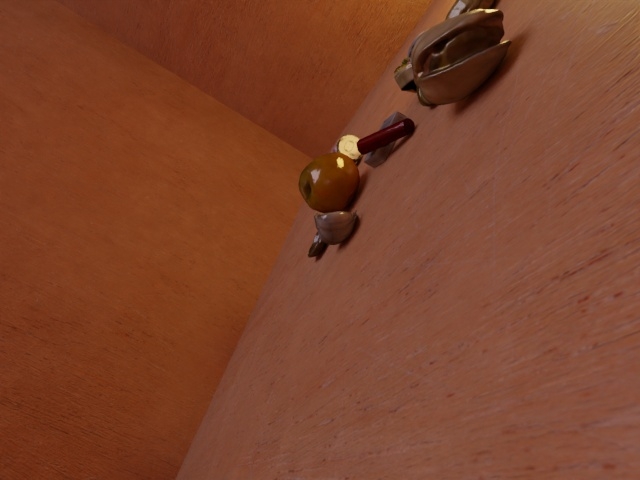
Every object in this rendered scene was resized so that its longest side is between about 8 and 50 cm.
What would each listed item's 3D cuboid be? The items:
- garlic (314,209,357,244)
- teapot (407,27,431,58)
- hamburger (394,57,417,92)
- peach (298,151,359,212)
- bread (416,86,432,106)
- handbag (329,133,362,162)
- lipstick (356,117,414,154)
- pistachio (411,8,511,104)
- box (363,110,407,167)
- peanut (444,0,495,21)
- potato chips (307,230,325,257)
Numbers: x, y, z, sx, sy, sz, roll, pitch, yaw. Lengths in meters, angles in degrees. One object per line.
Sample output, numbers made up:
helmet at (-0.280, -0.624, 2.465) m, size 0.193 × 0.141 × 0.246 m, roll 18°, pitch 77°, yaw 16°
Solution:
garlic at (0.065, -0.054, 1.690) m, size 0.229 × 0.178 × 0.142 m, roll 37°, pitch -129°, yaw -83°
teapot at (0.479, -0.831, 1.833) m, size 0.204 × 0.139 × 0.298 m, roll -29°, pitch -23°, yaw -53°
hamburger at (0.408, -0.703, 1.723) m, size 0.210 × 0.173 × 0.116 m, roll -177°, pitch 92°, yaw -79°
peach at (0.060, -0.283, 1.980) m, size 0.308 × 0.289 × 0.289 m, roll -22°, pitch -6°, yaw -25°
bread at (0.428, -0.599, 1.521) m, size 0.213 × 0.105 × 0.213 m, roll -59°, pitch 11°, yaw 20°
handbag at (0.153, -0.511, 2.386) m, size 0.205 × 0.179 × 0.116 m, roll -65°, pitch 4°, yaw -31°
lipstick at (0.267, -0.433, 1.709) m, size 0.280 × 0.073 × 0.073 m, roll -12°, pitch 46°, yaw 52°
pistachio at (0.393, -0.530, 1.191) m, size 0.238 × 0.229 × 0.321 m, roll -28°, pitch 7°, yaw -23°
box at (0.294, -0.459, 1.867) m, size 0.233 × 0.067 × 0.149 m, roll -63°, pitch 13°, yaw -8°
peanut at (0.563, -0.876, 1.546) m, size 0.305 × 0.147 × 0.147 m, roll -56°, pitch 11°, yaw 29°
potato chips at (0.001, 0.000, 2.016) m, size 0.195 × 0.062 × 0.208 m, roll -60°, pitch 10°, yaw 30°
